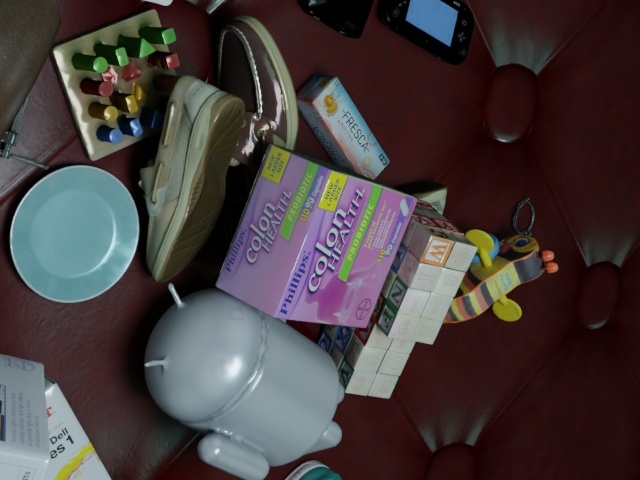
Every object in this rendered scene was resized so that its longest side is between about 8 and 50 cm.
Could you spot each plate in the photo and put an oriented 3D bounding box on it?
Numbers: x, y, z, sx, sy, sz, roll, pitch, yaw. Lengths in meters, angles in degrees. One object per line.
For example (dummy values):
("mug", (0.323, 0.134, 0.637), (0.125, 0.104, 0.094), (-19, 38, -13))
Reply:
("plate", (-0.332, -0.010, 1.481), (0.188, 0.024, 0.188), (-10, 107, -35))

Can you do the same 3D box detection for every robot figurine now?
("robot figurine", (-0.112, 0.199, 1.591), (0.353, 0.199, 0.300), (39, 39, -38))

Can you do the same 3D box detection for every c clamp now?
("c clamp", (-0.396, -0.182, 1.392), (0.137, 0.022, 0.161), (11, 94, -33))

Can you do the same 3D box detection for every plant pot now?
("plant pot", (-0.413, -0.212, 1.265), (0.230, 0.215, 0.215), (-52, 127, -27))

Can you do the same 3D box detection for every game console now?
("game console", (0.124, -0.400, 1.732), (0.361, 0.044, 0.213), (21, 88, -40))

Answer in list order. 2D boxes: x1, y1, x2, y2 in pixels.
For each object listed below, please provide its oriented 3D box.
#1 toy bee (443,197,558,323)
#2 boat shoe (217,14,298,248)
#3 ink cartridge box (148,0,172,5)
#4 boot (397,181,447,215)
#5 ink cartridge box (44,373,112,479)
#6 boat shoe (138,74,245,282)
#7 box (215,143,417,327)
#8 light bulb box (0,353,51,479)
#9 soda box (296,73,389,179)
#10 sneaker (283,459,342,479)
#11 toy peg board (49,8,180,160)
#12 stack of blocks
("toy bee", (0.322, 0.037, 1.923), (0.195, 0.162, 0.298), (39, 76, -36))
("boat shoe", (-0.112, -0.144, 1.564), (0.123, 0.123, 0.342), (-22, 120, -34))
("ink cartridge box", (-0.266, -0.482, 1.353), (0.207, 0.119, 0.354), (5, 97, -40))
("boot", (0.126, 0.001, 1.815), (0.213, 0.077, 0.165), (-16, 113, -35))
("ink cartridge box", (-0.395, 0.332, 1.454), (0.201, 0.117, 0.278), (-36, 120, -26))
("boat shoe", (-0.194, -0.082, 1.509), (0.109, 0.098, 0.302), (-34, 149, -54))
("box", (0.000, 0.000, 1.567), (0.243, 0.117, 0.214), (14, 100, -55))
("light bulb box", (-0.518, 0.291, 1.175), (0.361, 0.225, 0.358), (17, 105, -22))
("soda box", (0.032, -0.171, 1.707), (0.063, 0.058, 0.183), (-48, 126, -19))
("sneaker", (-0.035, 0.503, 1.742), (0.295, 0.178, 0.124), (-52, 127, -16))
("toy peg board", (-0.250, -0.205, 1.461), (0.161, 0.079, 0.161), (-29, 117, -29))
("stack of blocks", (0.111, 0.095, 1.706), (0.087, 0.171, 0.297), (13, 110, -29))
